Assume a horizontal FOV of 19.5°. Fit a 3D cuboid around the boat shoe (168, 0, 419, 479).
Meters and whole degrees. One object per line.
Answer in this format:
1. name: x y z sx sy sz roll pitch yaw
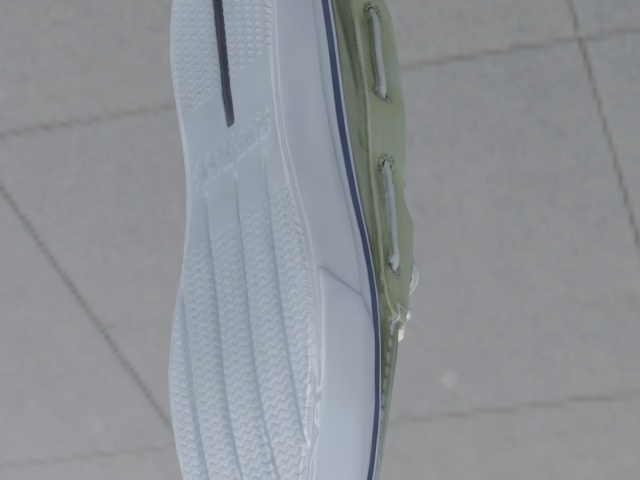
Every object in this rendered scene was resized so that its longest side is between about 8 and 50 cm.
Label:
1. boat shoe: 0.000 0.000 0.787 0.094 0.302 0.109 13 154 -35
